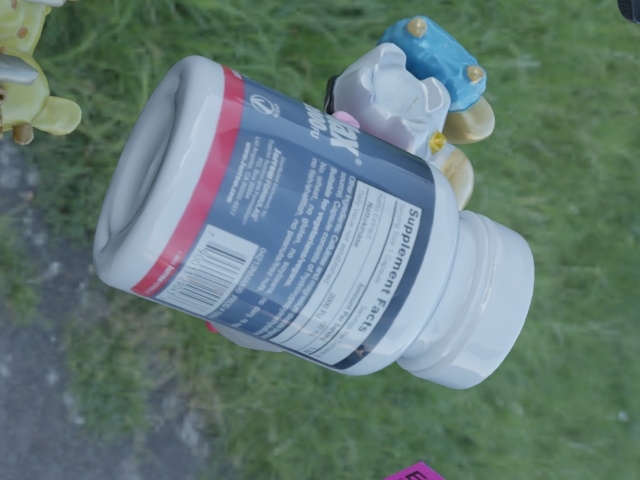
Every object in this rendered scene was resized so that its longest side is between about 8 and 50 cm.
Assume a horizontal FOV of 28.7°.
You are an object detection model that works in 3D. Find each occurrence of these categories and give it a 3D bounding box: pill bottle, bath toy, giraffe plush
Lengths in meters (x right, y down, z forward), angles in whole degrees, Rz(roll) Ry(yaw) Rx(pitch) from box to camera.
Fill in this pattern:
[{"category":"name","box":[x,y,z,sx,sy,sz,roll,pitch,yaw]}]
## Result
[{"category":"pill bottle","box":[0.000,0.000,0.563,0.180,0.108,0.108,23,66,-21]},{"category":"bath toy","box":[0.019,-0.030,0.958,0.151,0.129,0.348,45,47,-4]},{"category":"giraffe plush","box":[-0.271,-0.170,1.055,0.210,0.181,0.170,-67,158,-72]}]

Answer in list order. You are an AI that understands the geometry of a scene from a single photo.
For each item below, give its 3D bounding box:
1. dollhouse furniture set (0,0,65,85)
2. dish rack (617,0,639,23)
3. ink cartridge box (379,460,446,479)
[{"category":"dollhouse furniture set","box":[-0.270,-0.250,0.873,0.374,0.201,0.152,-58,164,14]},{"category":"dish rack","box":[0.318,-0.259,0.977,0.074,0.271,0.208,-17,109,-18]},{"category":"ink cartridge box","box":[0.058,0.246,0.824,0.371,0.176,0.069,-12,126,-45]}]
